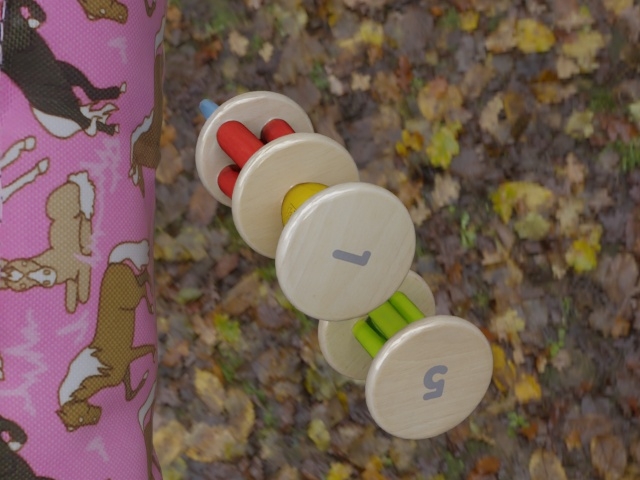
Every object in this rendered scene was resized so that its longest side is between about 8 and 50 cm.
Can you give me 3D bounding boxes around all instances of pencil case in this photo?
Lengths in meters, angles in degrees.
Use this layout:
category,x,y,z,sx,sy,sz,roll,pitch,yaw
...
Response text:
category,x,y,z,sx,sy,sz,roll,pitch,yaw
pencil case,-0.136,0.023,0.541,0.167,0.160,0.386,0,88,48

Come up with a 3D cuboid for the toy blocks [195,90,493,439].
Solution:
category,x,y,z,sx,sy,sz,roll,pitch,yaw
toy blocks,0.000,0.000,0.522,0.054,0.123,0.148,-36,33,-4
